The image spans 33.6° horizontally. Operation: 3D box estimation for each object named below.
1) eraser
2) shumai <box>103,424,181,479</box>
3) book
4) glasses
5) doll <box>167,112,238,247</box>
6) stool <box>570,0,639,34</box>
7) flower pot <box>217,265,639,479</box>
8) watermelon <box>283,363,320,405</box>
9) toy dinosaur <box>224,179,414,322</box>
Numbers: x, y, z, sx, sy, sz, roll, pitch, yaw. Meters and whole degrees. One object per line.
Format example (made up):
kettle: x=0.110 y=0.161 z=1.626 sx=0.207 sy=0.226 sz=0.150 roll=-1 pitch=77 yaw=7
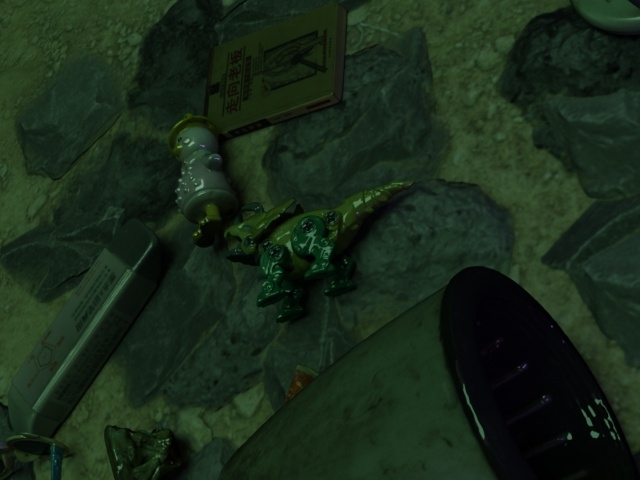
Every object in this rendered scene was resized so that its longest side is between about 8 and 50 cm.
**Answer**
eraser: x=-0.330 y=0.130 z=1.475 sx=0.089 sy=0.061 sz=0.352 roll=36 pitch=90 yaw=44
shumai: x=-0.214 y=0.276 z=1.305 sx=0.087 sy=0.124 sz=0.099 roll=-14 pitch=25 yaw=-16
book: x=-0.068 y=-0.236 z=1.497 sx=0.230 sy=0.026 sz=0.161 roll=-14 pitch=59 yaw=31
glasses: x=-0.399 y=0.376 z=1.414 sx=0.189 sy=0.088 sz=0.221 roll=-24 pitch=74 yaw=24
doll: x=-0.163 y=-0.092 z=1.446 sx=0.129 sy=0.081 sz=0.207 roll=120 pitch=142 yaw=-50
stool: x=0.326 y=-0.354 z=1.150 sx=0.195 sy=0.198 sz=0.195 roll=-51 pitch=46 yaw=5
flower pot: x=0.085 y=0.223 z=0.977 sx=0.330 sy=0.293 sz=0.294 roll=-33 pitch=51 yaw=28
watermelon: x=-0.005 y=0.199 z=1.173 sx=0.135 sy=0.094 sz=0.125 roll=6 pitch=64 yaw=35
toy dinosaur: x=0.000 y=0.000 z=1.286 sx=0.259 sy=0.094 sz=0.153 roll=-18 pitch=60 yaw=18
